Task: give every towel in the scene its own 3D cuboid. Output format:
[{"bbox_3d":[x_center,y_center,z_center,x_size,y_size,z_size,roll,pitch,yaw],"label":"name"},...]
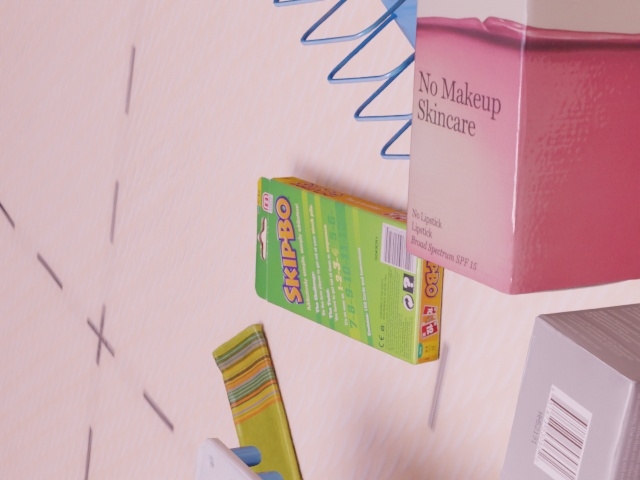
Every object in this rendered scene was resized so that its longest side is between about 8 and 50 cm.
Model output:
[{"bbox_3d":[-0.060,0.211,1.882,0.102,0.021,0.237,-42,60,57],"label":"towel"}]

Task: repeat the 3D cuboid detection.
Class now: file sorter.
[{"bbox_3d":[0.061,-0.159,1.433,0.170,0.104,0.118,54,158,-20],"label":"file sorter"}]

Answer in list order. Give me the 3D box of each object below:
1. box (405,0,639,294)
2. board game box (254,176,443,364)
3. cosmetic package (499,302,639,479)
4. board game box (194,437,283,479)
[{"bbox_3d":[0.155,-0.091,1.334,0.148,0.127,0.232,24,116,58],"label":"box"},{"bbox_3d":[0.020,0.021,1.668,0.259,0.039,0.124,19,111,50],"label":"board game box"},{"bbox_3d":[0.242,0.107,1.106,0.107,0.238,0.127,36,123,50],"label":"cosmetic package"},{"bbox_3d":[-0.012,0.413,1.483,0.390,0.050,0.390,33,121,53],"label":"board game box"}]
